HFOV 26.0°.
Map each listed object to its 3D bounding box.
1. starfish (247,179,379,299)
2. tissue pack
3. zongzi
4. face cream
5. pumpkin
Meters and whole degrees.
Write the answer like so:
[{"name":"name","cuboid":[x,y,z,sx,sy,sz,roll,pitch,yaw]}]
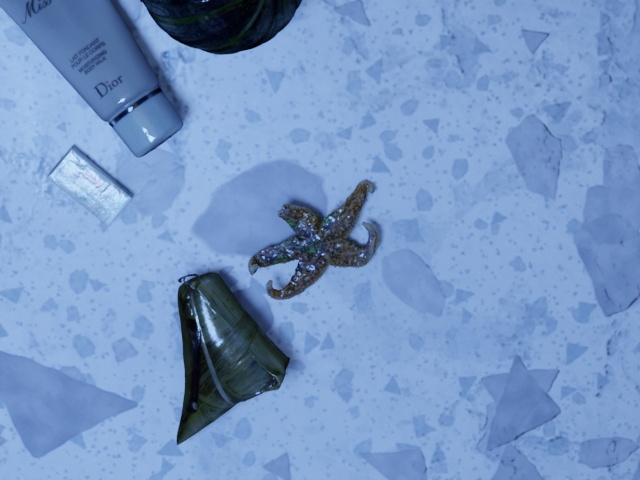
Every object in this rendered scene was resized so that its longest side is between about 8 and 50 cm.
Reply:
[{"name":"starfish","cuboid":[-0.002,-0.004,1.922,0.150,0.053,0.209,39,97,-24]},{"name":"tissue pack","cuboid":[-0.315,-0.074,1.894,0.108,0.023,0.056,41,101,-12]},{"name":"zongzi","cuboid":[-0.179,0.159,1.935,0.204,0.094,0.205,-35,100,16]},{"name":"face cream","cuboid":[-0.301,-0.255,1.822,0.143,0.089,0.314,-36,93,7]},{"name":"pumpkin","cuboid":[-0.125,-0.363,1.738,0.250,0.216,0.250,-17,125,-26]}]
